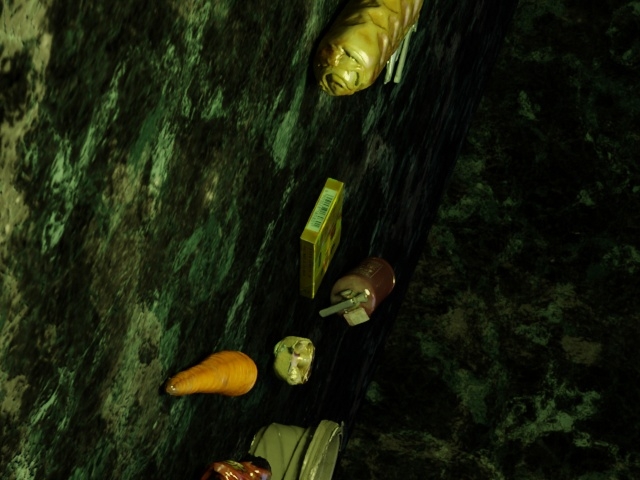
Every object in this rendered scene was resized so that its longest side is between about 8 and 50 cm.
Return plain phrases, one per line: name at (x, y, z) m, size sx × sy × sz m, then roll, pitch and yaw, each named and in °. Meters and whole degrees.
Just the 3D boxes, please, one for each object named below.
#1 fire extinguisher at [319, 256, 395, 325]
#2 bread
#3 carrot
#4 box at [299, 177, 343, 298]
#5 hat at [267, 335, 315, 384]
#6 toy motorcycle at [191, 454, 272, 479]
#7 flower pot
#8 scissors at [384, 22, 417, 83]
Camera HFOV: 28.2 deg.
fire extinguisher at (0.073, 0.102, 2.492) m, size 0.269 × 0.105 × 0.105 m, roll -38°, pitch 147°, yaw -73°
bread at (0.063, -0.276, 1.681) m, size 0.087 × 0.098 × 0.269 m, roll 58°, pitch 36°, yaw -20°
carrot at (-0.141, 0.166, 1.573) m, size 0.061 × 0.061 × 0.256 m, roll -70°, pitch 161°, yaw 2°
box at (0.000, 0.000, 2.053) m, size 0.193 × 0.030 × 0.121 m, roll 91°, pitch 22°, yaw -61°
hat at (-0.051, 0.193, 2.080) m, size 0.076 × 0.059 × 0.077 m, roll 7°, pitch 98°, yaw -64°
toy motorcycle at (-0.121, 0.461, 1.880) m, size 0.207 × 0.134 × 0.401 m, roll -56°, pitch 143°, yaw -45°
flower pot at (-0.059, 0.407, 2.213) m, size 0.235 × 0.140 × 0.235 m, roll 18°, pitch 90°, yaw -82°
scissors at (0.169, -0.438, 2.097) m, size 0.256 × 0.029 × 0.383 m, roll -47°, pitch 153°, yaw -69°
